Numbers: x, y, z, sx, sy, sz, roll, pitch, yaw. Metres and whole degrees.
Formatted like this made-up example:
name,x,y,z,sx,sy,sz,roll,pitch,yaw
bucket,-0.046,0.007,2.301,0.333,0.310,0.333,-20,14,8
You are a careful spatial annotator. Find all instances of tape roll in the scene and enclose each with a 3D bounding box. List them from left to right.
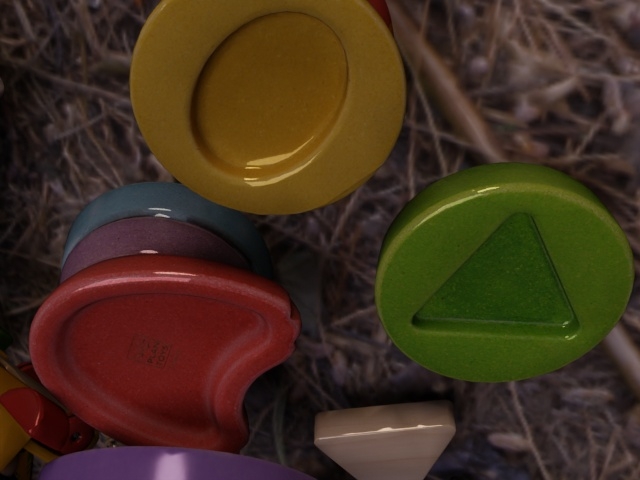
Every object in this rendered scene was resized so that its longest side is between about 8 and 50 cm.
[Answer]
name,x,y,z,sx,sy,sz,roll,pitch,yaw
tape roll,-0.085,0.194,0.500,0.188,0.080,0.189,2,148,1

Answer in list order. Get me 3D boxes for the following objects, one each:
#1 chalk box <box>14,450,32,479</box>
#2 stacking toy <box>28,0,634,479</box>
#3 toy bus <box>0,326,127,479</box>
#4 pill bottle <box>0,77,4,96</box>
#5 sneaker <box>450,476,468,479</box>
name,x,y,z,sx,sy,sz,roll,pitch,yaw
chalk box,-0.405,0.198,0.654,0.288,0.180,0.179,20,116,14
stacking toy,0.000,0.000,0.475,0.279,0.130,0.309,26,124,-17
toy bus,-0.235,0.114,0.533,0.202,0.191,0.104,40,76,5
pill bottle,-0.332,-0.037,0.508,0.153,0.153,0.265,42,94,4
sneaker,0.059,0.224,0.531,0.075,0.057,0.161,48,117,7
